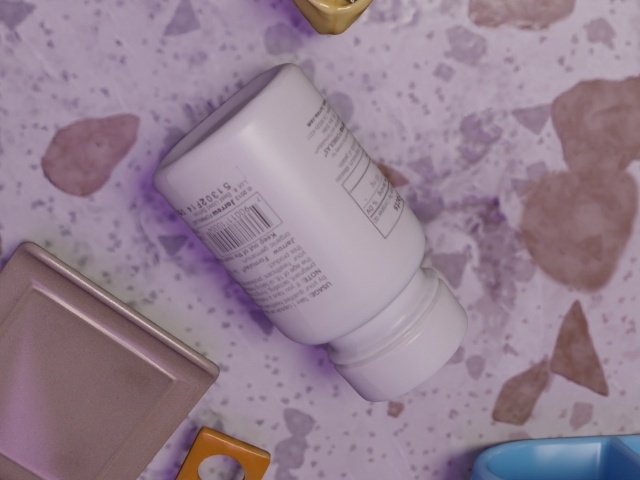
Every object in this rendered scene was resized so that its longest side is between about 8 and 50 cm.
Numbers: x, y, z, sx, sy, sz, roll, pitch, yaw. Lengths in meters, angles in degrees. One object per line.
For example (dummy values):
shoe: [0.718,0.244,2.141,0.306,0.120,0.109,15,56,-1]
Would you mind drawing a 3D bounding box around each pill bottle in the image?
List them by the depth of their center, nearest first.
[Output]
pill bottle: [0.000,0.000,0.668,0.131,0.131,0.229,-38,105,7]

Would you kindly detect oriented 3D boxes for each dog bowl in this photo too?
dog bowl: [0.256,0.208,0.738,0.297,0.166,0.074,-1,94,-3]

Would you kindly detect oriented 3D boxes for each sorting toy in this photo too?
sorting toy: [-0.202,0.117,0.734,0.347,0.047,0.196,36,105,-13]

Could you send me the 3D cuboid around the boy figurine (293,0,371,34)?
boy figurine: [0.009,-0.281,0.609,0.177,0.092,0.285,8,103,-9]
